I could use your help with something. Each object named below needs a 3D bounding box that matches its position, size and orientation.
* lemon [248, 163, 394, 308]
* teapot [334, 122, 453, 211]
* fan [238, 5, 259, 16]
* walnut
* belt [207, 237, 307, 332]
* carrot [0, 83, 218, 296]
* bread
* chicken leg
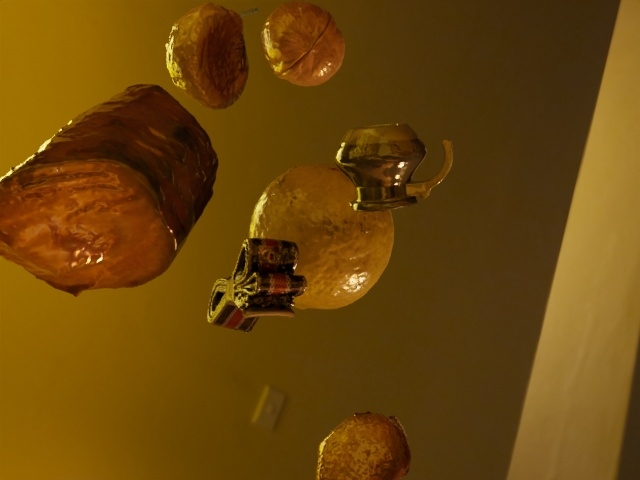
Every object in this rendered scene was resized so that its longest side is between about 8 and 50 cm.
[{"bbox_3d":[0.000,0.000,1.531,0.349,0.350,0.387,18,-61,10],"label":"lemon"},{"bbox_3d":[0.103,-0.103,0.895,0.165,0.119,0.130,-1,14,20],"label":"teapot"},{"bbox_3d":[-0.244,-0.546,1.588,0.193,0.038,0.016,-18,15,-1],"label":"fan"},{"bbox_3d":[-0.037,-0.385,1.249,0.165,0.165,0.197,35,7,-30],"label":"walnut"},{"bbox_3d":[-0.123,0.090,1.115,0.094,0.126,0.359,3,-15,-21],"label":"belt"},{"bbox_3d":[-0.296,-0.060,0.911,0.241,0.341,0.242,8,-53,11],"label":"carrot"},{"bbox_3d":[-0.270,-0.440,1.518,0.134,0.245,0.244,11,-24,32],"label":"bread"},{"bbox_3d":[0.021,0.313,0.768,0.107,0.252,0.087,26,-28,22],"label":"chicken leg"}]
